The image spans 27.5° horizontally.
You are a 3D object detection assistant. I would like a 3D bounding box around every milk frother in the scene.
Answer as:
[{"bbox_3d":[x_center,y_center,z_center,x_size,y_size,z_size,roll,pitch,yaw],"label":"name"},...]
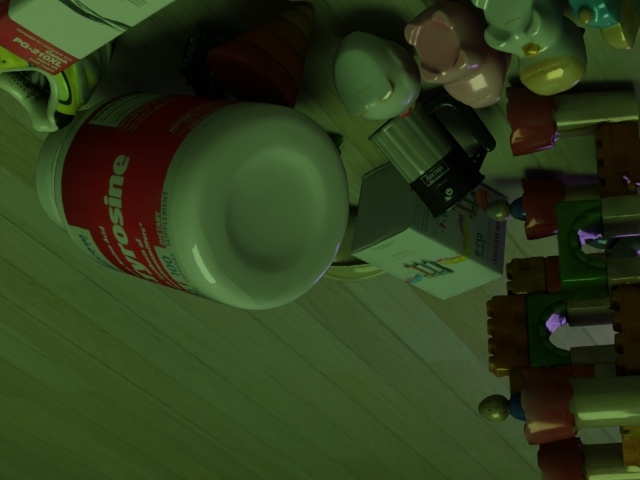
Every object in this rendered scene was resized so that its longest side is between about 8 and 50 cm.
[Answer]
[{"bbox_3d":[0.147,-0.118,1.668,0.135,0.129,0.143,51,176,-4],"label":"milk frother"}]

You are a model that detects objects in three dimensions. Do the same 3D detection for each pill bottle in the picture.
[{"bbox_3d":[-0.173,-0.060,1.561,0.229,0.229,0.407,33,167,-37],"label":"pill bottle"}]

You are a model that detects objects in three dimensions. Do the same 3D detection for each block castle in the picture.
[{"bbox_3d":[0.296,0.065,1.584,0.212,0.453,0.303,-5,151,12],"label":"block castle"}]

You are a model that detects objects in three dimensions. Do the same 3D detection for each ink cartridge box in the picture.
[{"bbox_3d":[-0.229,-0.299,1.352,0.100,0.172,0.237,30,146,-35],"label":"ink cartridge box"},{"bbox_3d":[0.154,-0.018,1.806,0.176,0.128,0.127,26,148,-30],"label":"ink cartridge box"}]

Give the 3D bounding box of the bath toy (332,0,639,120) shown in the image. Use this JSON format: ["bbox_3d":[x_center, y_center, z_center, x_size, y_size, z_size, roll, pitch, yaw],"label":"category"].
[{"bbox_3d":[0.177,-0.215,1.449,0.348,0.129,0.151,-16,99,36],"label":"bath toy"}]

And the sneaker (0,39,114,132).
[{"bbox_3d":[-0.392,-0.268,1.490,0.145,0.147,0.384,-14,143,40],"label":"sneaker"}]

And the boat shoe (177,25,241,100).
[{"bbox_3d":[-0.141,-0.201,1.633,0.083,0.065,0.183,16,145,-9],"label":"boat shoe"}]

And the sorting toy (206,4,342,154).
[{"bbox_3d":[-0.026,-0.169,1.611,0.127,0.126,0.365,29,164,22],"label":"sorting toy"}]

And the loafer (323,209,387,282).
[{"bbox_3d":[0.000,0.000,1.917,0.268,0.102,0.092,-1,156,20],"label":"loafer"}]
